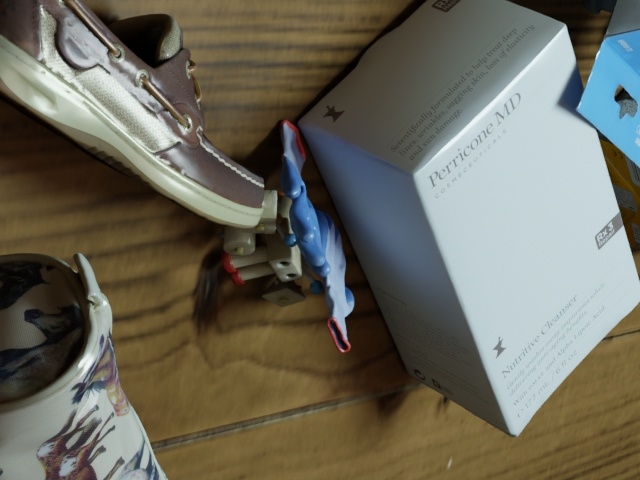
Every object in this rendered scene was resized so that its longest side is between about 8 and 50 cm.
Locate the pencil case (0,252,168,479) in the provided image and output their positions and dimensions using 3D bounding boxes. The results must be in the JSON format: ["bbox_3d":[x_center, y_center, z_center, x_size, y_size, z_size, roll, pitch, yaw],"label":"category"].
[{"bbox_3d":[-0.195,0.195,1.584,0.183,0.160,0.410,-29,133,-14],"label":"pencil case"}]

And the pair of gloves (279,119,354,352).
[{"bbox_3d":[0.000,0.000,1.722,0.023,0.159,0.198,-16,132,8],"label":"pair of gloves"}]

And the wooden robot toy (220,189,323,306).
[{"bbox_3d":[-0.047,-0.010,1.729,0.173,0.076,0.079,63,24,-59],"label":"wooden robot toy"}]

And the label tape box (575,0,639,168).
[{"bbox_3d":[0.365,-0.236,1.828,0.240,0.106,0.334,25,82,-64],"label":"label tape box"}]

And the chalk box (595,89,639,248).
[{"bbox_3d":[0.453,-0.122,2.128,0.289,0.180,0.179,-44,138,-20],"label":"chalk box"}]

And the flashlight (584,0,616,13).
[{"bbox_3d":[0.319,-0.366,1.904,0.103,0.103,0.304,-49,146,-66],"label":"flashlight"}]

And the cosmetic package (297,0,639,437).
[{"bbox_3d":[0.150,-0.026,1.856,0.217,0.156,0.385,-46,140,-18],"label":"cosmetic package"}]

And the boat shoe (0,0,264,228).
[{"bbox_3d":[-0.138,-0.115,1.508,0.342,0.123,0.123,33,87,-46],"label":"boat shoe"}]
